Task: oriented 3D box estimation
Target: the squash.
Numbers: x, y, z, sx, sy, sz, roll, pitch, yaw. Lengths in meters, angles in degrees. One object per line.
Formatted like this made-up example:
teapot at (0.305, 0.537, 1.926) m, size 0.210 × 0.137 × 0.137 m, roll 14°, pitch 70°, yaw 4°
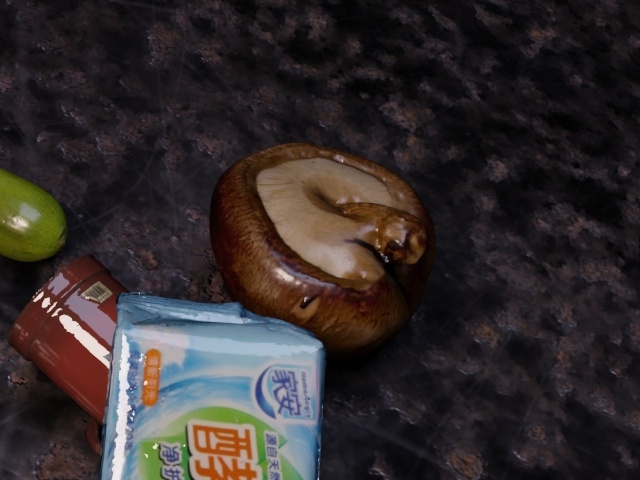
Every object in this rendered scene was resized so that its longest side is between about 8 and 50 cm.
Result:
squash at (-0.301, -0.039, 1.238) m, size 0.201 × 0.066 × 0.066 m, roll 24°, pitch 43°, yaw 13°

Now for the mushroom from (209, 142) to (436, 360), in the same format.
mushroom at (-0.003, 0.013, 1.251) m, size 0.194 × 0.138 × 0.231 m, roll 19°, pitch 30°, yaw 19°

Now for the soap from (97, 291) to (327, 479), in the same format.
soap at (-0.079, 0.181, 0.997) m, size 0.156 × 0.077 × 0.293 m, roll 4°, pitch 83°, yaw -9°

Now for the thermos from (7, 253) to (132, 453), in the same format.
thermos at (-0.118, 0.117, 1.102) m, size 0.232 × 0.124 × 0.099 m, roll 40°, pitch 43°, yaw 10°
